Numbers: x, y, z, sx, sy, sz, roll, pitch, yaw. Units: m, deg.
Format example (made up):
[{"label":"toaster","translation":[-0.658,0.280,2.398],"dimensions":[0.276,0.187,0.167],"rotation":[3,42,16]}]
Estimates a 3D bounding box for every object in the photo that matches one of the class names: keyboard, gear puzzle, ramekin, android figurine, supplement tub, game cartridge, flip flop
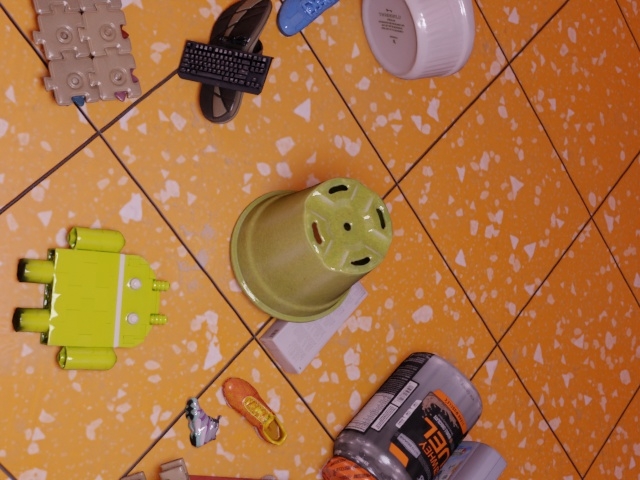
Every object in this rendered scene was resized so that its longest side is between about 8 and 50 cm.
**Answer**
[{"label":"keyboard","translation":[-0.176,-0.340,1.628],"dimensions":[0.023,0.180,0.108],"rotation":[41,66,-70]},{"label":"gear puzzle","translation":[-0.431,-0.403,1.522],"dimensions":[0.175,0.044,0.339],"rotation":[-14,94,-34]},{"label":"ramekin","translation":[0.197,-0.466,1.849],"dimensions":[0.127,0.273,0.273],"rotation":[-23,102,-22]},{"label":"android figurine","translation":[-0.392,0.103,1.522],"dimensions":[0.272,0.056,0.248],"rotation":[8,83,-34]},{"label":"supplement tub","translation":[0.170,0.413,1.825],"dimensions":[0.338,0.207,0.207],"rotation":[-44,113,-28]},{"label":"game cartridge","translation":[0.256,0.509,1.834],"dimensions":[0.062,0.297,0.198],"rotation":[46,61,-8]},{"label":"flip flop","translation":[-0.157,-0.348,1.686],"dimensions":[0.080,0.112,0.277],"rotation":[34,64,-58]}]

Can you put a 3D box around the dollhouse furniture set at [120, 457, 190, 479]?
[{"label":"dollhouse furniture set","translation":[-0.316,0.511,1.470],"dimensions":[0.242,0.212,0.161],"rotation":[-17,98,-6]}]

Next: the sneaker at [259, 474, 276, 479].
[{"label":"sneaker","translation":[-0.123,0.528,1.704],"dimensions":[0.134,0.051,0.070],"rotation":[-47,111,-20]}]

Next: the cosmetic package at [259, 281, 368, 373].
[{"label":"cosmetic package","translation":[-0.012,0.155,1.791],"dimensions":[0.239,0.060,0.099],"rotation":[-46,110,-28]}]

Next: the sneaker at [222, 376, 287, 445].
[{"label":"sneaker","translation":[-0.123,0.330,1.701],"dimensions":[0.175,0.067,0.064],"rotation":[49,64,-22]}]

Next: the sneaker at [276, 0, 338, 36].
[{"label":"sneaker","translation":[-0.009,-0.502,1.804],"dimensions":[0.209,0.082,0.069],"rotation":[-48,116,-26]}]

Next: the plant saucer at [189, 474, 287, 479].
[{"label":"plant saucer","translation":[-0.166,0.579,1.630],"dimensions":[0.259,0.047,0.259],"rotation":[9,83,-18]}]

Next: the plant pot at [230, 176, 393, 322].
[{"label":"plant pot","translation":[0.000,0.000,1.648],"dimensions":[0.276,0.254,0.276],"rotation":[7,73,-24]}]

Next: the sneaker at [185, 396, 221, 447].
[{"label":"sneaker","translation":[-0.218,0.338,1.653],"dimensions":[0.069,0.038,0.098],"rotation":[-12,105,-37]}]
